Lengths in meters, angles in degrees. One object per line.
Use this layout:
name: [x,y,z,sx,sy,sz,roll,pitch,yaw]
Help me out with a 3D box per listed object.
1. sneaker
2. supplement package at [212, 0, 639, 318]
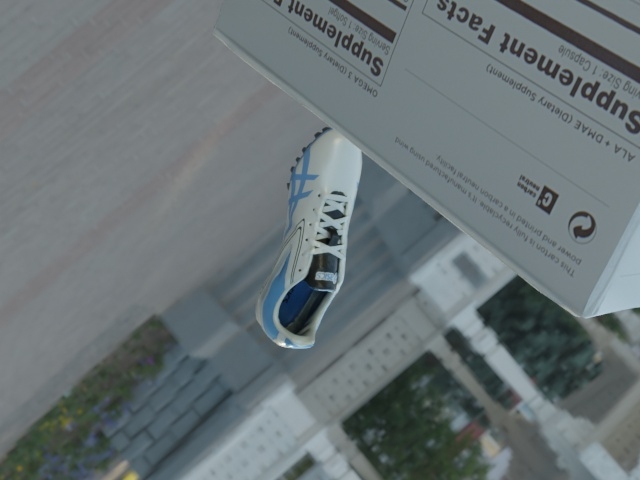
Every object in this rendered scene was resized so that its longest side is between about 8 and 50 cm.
sneaker: [0.000,0.000,1.164,0.085,0.086,0.237,8,104,-38]
supplement package: [0.132,-0.092,0.440,0.262,0.204,0.145,-1,123,-43]
